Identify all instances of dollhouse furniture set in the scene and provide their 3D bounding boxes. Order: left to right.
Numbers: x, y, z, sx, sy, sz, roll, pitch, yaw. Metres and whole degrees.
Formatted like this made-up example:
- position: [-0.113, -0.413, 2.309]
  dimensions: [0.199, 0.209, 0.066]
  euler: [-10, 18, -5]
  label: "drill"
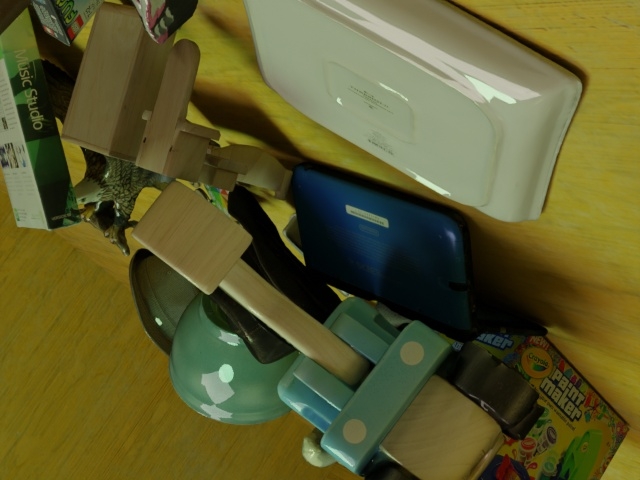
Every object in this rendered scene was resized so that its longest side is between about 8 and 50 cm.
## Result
- position: [-0.118, -0.157, 1.533]
  dimensions: [0.355, 0.174, 0.303]
  euler: [13, -174, -45]
  label: "dollhouse furniture set"

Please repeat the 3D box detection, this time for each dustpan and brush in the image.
- position: [0.000, 0.000, 1.822]
  dimensions: [0.147, 0.060, 0.211]
  euler: [44, 176, 14]
  label: "dustpan and brush"

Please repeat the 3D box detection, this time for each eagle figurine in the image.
- position: [-0.329, -0.125, 1.912]
  dimensions: [0.226, 0.225, 0.298]
  euler: [2, 128, -7]
  label: "eagle figurine"

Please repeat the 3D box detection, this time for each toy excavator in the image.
- position: [0.011, 0.137, 1.439]
  dimensions: [0.445, 0.222, 0.433]
  euler: [35, 174, 18]
  label: "toy excavator"

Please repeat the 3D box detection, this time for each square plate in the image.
- position: [0.061, -0.145, 1.151]
  dimensions: [0.347, 0.049, 0.344]
  euler: [31, 166, 13]
  label: "square plate"

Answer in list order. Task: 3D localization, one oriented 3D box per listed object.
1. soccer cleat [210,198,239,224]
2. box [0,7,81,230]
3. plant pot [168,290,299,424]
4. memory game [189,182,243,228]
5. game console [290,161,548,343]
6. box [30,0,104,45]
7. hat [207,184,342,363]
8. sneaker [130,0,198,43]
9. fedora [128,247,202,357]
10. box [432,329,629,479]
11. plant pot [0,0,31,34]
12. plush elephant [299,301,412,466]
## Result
- position: [-0.129, -0.043, 1.974]
  dimensions: [0.072, 0.060, 0.179]
  euler: [17, 174, -28]
  label: "soccer cleat"
- position: [-0.441, -0.177, 1.824]
  dimensions: [0.232, 0.058, 0.322]
  euler: [5, 111, 65]
  label: "box"
- position: [-0.145, 0.179, 2.382]
  dimensions: [0.293, 0.293, 0.196]
  euler: [29, 139, 20]
  label: "plant pot"
- position: [-0.155, -0.068, 1.869]
  dimensions: [0.186, 0.012, 0.186]
  euler: [45, 155, 27]
  label: "memory game"
- position: [0.129, 0.012, 1.596]
  dimensions: [0.293, 0.173, 0.250]
  euler: [21, 131, 42]
  label: "game console"
- position: [-0.253, -0.290, 1.244]
  dimensions: [0.036, 0.114, 0.207]
  euler: [32, 167, 8]
  label: "box"
- position: [-0.072, 0.084, 1.695]
  dimensions: [0.331, 0.134, 0.331]
  euler: [50, -174, -7]
  label: "hat"
- position: [-0.180, -0.277, 1.251]
  dimensions: [0.077, 0.072, 0.178]
  euler: [41, 163, 24]
  label: "sneaker"
- position: [-0.291, 0.113, 2.603]
  dimensions: [0.244, 0.124, 0.275]
  euler: [50, -164, -36]
  label: "fedora"
- position: [0.241, 0.288, 1.753]
  dimensions: [0.290, 0.279, 0.177]
  euler: [43, 165, -35]
  label: "box"
- position: [-0.416, -0.307, 1.461]
  dimensions: [0.167, 0.165, 0.167]
  euler: [33, 167, 8]
  label: "plant pot"
- position: [0.083, 0.206, 1.890]
  dimensions: [0.330, 0.272, 0.255]
  euler: [6, 156, 34]
  label: "plush elephant"
